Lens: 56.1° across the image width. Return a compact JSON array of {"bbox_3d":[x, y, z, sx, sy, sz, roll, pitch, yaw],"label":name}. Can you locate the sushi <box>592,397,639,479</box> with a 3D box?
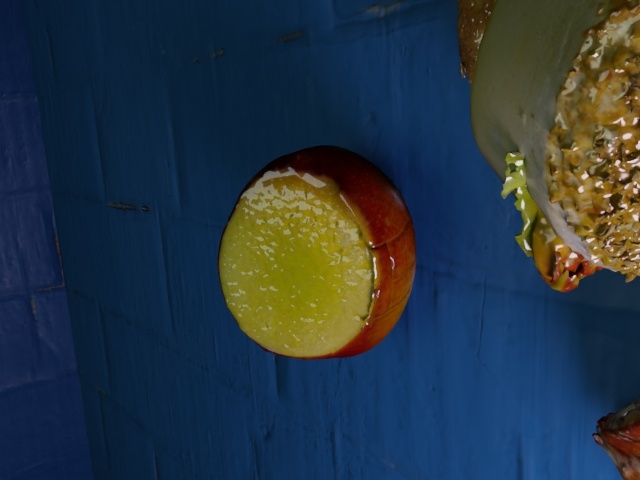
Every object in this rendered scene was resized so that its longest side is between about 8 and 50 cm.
[{"bbox_3d":[0.348,0.143,0.467,0.332,0.130,0.124,-48,58,41],"label":"sushi"}]

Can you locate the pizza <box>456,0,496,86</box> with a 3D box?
[{"bbox_3d":[0.191,-0.242,0.606,0.161,0.062,0.182,49,140,22],"label":"pizza"}]

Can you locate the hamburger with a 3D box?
[{"bbox_3d":[0.244,-0.106,0.404,0.179,0.276,0.294,49,148,41],"label":"hamburger"}]

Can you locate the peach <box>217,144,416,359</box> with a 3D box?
[{"bbox_3d":[0.000,0.000,0.765,0.245,0.249,0.274,-86,6,-54],"label":"peach"}]
